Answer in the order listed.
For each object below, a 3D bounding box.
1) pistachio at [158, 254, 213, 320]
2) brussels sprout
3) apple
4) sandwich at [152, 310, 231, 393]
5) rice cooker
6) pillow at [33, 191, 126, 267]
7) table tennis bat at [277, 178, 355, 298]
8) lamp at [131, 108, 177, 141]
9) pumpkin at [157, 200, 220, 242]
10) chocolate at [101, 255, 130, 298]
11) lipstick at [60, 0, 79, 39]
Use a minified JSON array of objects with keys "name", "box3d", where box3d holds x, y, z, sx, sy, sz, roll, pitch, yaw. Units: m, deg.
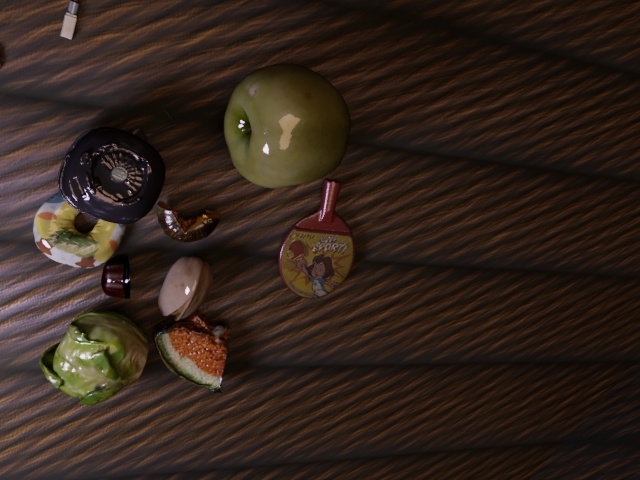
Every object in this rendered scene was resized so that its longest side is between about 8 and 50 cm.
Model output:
[{"name":"pistachio","box3d":[-0.409,0.147,1.751,0.138,0.153,0.238,26,122,-16]},{"name":"brussels sprout","box3d":[-0.647,0.336,1.676,0.294,0.227,0.259,11,117,-31]},{"name":"apple","box3d":[-0.089,-0.319,1.616,0.357,0.357,0.357,-6,108,-19]},{"name":"sandwich","box3d":[-0.403,0.337,1.832,0.292,0.109,0.212,30,88,-28]},{"name":"rice cooker","box3d":[-0.552,-0.170,1.532,0.267,0.224,0.267,-2,94,-25]},{"name":"pillow","box3d":[-0.681,-0.031,1.630,0.233,0.086,0.214,29,84,-23]},{"name":"table tennis bat","box3d":[0.000,0.000,1.908,0.268,0.051,0.414,6,107,-22]},{"name":"lamp","box3d":[-0.472,-0.316,1.642,0.121,0.041,0.054,-38,123,-3]},{"name":"pumpkin","box3d":[-0.395,-0.046,1.706,0.183,0.119,0.107,9,101,-17]},{"name":"chocolate","box3d":[-0.595,0.102,1.675,0.080,0.148,0.125,-3,70,-19]},{"name":"lipstick","box3d":[-0.642,-0.588,1.493,0.030,0.030,0.129,14,101,-23]}]
